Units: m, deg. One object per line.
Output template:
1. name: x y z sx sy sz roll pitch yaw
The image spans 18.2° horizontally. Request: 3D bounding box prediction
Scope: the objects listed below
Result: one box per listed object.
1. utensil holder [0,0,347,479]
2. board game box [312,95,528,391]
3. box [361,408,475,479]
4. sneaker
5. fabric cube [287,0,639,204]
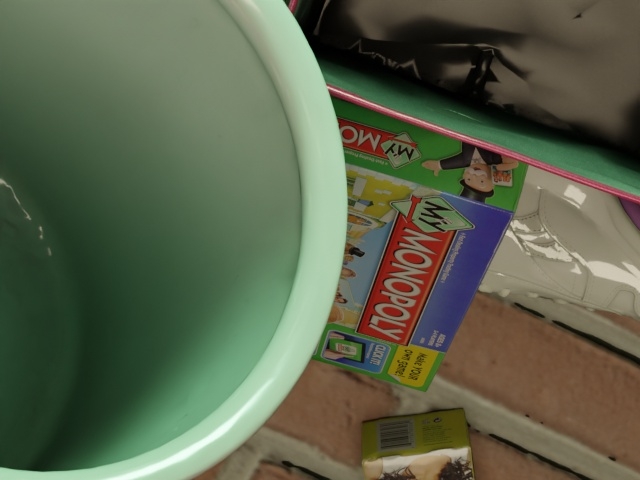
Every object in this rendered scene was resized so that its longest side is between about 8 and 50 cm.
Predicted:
1. utensil holder: -0.209 0.010 1.110 0.327 0.328 0.385 30 156 -15
2. board game box: 0.000 0.000 1.316 0.213 0.046 0.317 17 155 1
3. box: 0.088 0.247 1.556 0.087 0.058 0.232 -9 118 5
4. sneaker: 0.154 -0.009 1.406 0.305 0.114 0.152 36 119 -8
5. fabric cube: 0.137 -0.184 1.168 0.254 0.258 0.259 20 100 1
